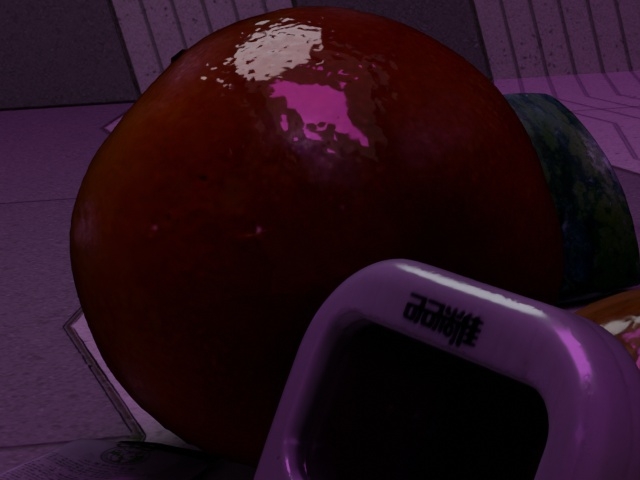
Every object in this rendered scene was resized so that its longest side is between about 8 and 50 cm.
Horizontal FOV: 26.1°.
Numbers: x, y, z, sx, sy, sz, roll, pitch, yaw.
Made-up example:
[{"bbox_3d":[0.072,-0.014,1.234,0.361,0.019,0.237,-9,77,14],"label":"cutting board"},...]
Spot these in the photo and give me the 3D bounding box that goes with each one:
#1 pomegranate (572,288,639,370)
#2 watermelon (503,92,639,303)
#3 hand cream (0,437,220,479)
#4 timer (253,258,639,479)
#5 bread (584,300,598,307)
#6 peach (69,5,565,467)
[{"bbox_3d":[0.206,0.136,0.833,0.215,0.215,0.215,-3,14,1],"label":"pomegranate"},{"bbox_3d":[0.151,-0.054,1.541,0.292,0.222,0.319,-5,14,-27],"label":"watermelon"},{"bbox_3d":[-0.193,0.190,0.966,0.121,0.076,0.336,8,11,19],"label":"hand cream"},{"bbox_3d":[0.065,0.140,0.762,0.087,0.237,0.262,21,-1,-35],"label":"timer"},{"bbox_3d":[0.261,0.095,1.196,0.044,0.083,0.110,-29,11,-5],"label":"bread"},{"bbox_3d":[0.000,0.000,1.040,0.388,0.388,0.388,-3,14,1],"label":"peach"}]
